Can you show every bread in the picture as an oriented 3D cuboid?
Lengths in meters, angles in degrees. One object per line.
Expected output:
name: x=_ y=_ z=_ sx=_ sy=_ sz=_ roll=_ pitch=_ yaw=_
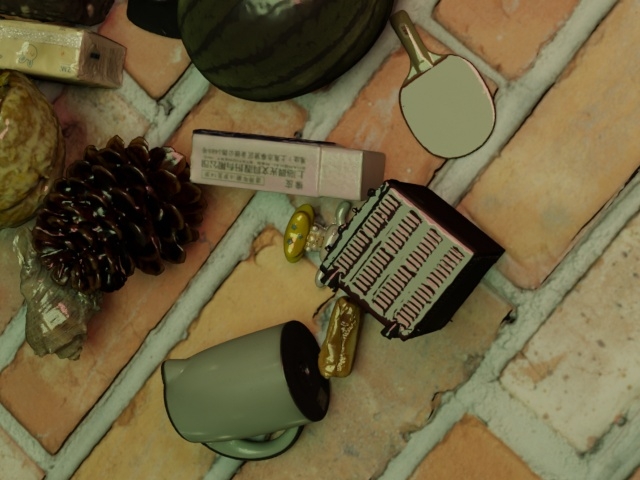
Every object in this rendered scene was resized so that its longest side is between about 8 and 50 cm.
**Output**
bread: x=0.033 y=0.151 z=1.860 sx=0.053 sy=0.074 sz=0.132 roll=13 pitch=99 yaw=9

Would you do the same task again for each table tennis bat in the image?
table tennis bat: x=0.175 y=-0.242 z=1.821 sx=0.138 sy=0.022 sz=0.247 roll=-29 pitch=84 yaw=18

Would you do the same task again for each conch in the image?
conch: x=-0.452 y=0.086 z=1.984 sx=0.178 sy=0.163 sz=0.245 roll=-3 pitch=115 yaw=46

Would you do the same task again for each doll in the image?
doll: x=-0.002 y=0.007 z=1.879 sx=0.113 sy=0.071 sz=0.135 roll=-6 pitch=97 yaw=2

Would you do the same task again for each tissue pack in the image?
tissue pack: x=-0.446 y=-0.310 z=1.979 sx=0.196 sy=0.148 sz=0.092 roll=12 pitch=93 yaw=20

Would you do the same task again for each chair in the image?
chair: x=-0.251 y=-0.457 z=1.929 sx=0.140 sy=0.221 sz=0.145 roll=23 pitch=57 yaw=19

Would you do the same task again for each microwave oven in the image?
microwave oven: x=0.130 y=0.026 z=1.729 sx=0.188 sy=0.247 sz=0.178 roll=37 pitch=101 yaw=14

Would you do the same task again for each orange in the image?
orange: x=-0.541 y=-0.126 z=1.961 sx=0.368 sy=0.210 sz=0.271 roll=-3 pitch=55 yaw=52

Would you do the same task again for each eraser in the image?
eraser: x=-0.051 y=-0.118 z=1.850 sx=0.287 sy=0.130 sz=0.086 roll=8 pitch=97 yaw=19

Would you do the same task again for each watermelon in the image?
watermelon: x=-0.042 y=-0.360 z=1.756 sx=0.359 sy=0.279 sz=0.279 roll=-34 pitch=81 yaw=24

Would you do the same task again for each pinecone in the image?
pinecone: x=-0.326 y=-0.027 z=1.880 sx=0.246 sy=0.292 sz=0.246 roll=19 pitch=131 yaw=23

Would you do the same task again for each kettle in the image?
kettle: x=-0.113 y=0.256 z=1.885 sx=0.236 sy=0.161 sz=0.221 roll=-18 pitch=117 yaw=21

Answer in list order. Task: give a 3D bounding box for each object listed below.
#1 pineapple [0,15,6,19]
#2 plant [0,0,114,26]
pineapple: x=-0.648 y=-0.324 z=2.082 sx=0.237 sy=0.111 sz=0.119 roll=-10 pitch=58 yaw=29
plant: x=-0.501 y=-0.475 z=1.962 sx=0.312 sy=0.213 sz=0.215 roll=10 pitch=100 yaw=23
